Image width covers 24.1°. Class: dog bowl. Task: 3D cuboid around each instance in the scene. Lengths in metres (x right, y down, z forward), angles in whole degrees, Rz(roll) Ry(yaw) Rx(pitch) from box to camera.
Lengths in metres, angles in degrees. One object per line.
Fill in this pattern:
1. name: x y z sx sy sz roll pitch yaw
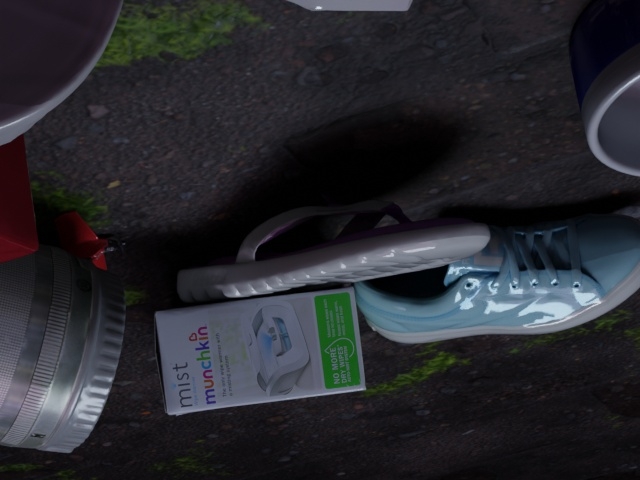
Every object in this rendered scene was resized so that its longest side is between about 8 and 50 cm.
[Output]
1. dog bowl: 0.376 -0.167 1.437 0.265 0.104 0.265 -7 154 -3

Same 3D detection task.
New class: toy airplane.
1. toy airplane: -0.293 0.016 1.695 0.151 0.028 0.151 -7 152 -3

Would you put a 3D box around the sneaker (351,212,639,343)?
1. sneaker: 0.210 0.038 1.769 0.366 0.135 0.150 -16 156 14

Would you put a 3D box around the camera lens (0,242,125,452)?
1. camera lens: -0.369 0.096 1.582 0.274 0.219 0.219 16 146 -23

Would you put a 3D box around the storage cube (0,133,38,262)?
1. storage cube: -0.381 -0.071 1.300 0.184 0.215 0.193 -20 158 21

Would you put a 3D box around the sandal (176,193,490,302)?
1. sandal: -0.009 0.000 1.660 0.416 0.102 0.169 -12 174 37

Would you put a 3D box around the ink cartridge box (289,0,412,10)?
1. ink cartridge box: -0.023 -0.258 1.198 0.232 0.066 0.189 -6 154 -14

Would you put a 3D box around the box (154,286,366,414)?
1. box: -0.070 0.134 1.794 0.231 0.126 0.262 -7 176 -1

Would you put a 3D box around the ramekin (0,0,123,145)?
1. ramekin: -0.280 -0.179 1.061 0.273 0.273 0.127 0 165 -17
